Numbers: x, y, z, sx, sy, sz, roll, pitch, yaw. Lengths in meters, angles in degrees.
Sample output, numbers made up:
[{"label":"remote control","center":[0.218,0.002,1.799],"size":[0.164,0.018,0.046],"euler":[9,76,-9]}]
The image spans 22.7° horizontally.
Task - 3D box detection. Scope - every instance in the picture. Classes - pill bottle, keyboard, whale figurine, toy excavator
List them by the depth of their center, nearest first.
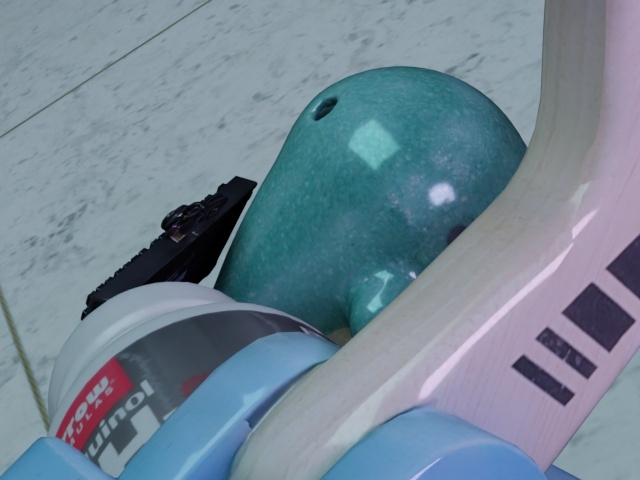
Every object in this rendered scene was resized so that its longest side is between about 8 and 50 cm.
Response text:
[{"label":"toy excavator","center":[0.036,0.079,0.475],"size":[0.445,0.433,0.222],"euler":[-46,35,-17]},{"label":"pill bottle","center":[-0.032,0.134,0.749],"size":[0.176,0.176,0.318],"euler":[-35,28,-7]},{"label":"keyboard","center":[-0.092,0.012,0.952],"size":[0.108,0.023,0.180],"euler":[-61,-8,33]},{"label":"whale figurine","center":[0.000,0.000,0.973],"size":[0.272,0.141,0.216],"euler":[-36,27,3]}]
